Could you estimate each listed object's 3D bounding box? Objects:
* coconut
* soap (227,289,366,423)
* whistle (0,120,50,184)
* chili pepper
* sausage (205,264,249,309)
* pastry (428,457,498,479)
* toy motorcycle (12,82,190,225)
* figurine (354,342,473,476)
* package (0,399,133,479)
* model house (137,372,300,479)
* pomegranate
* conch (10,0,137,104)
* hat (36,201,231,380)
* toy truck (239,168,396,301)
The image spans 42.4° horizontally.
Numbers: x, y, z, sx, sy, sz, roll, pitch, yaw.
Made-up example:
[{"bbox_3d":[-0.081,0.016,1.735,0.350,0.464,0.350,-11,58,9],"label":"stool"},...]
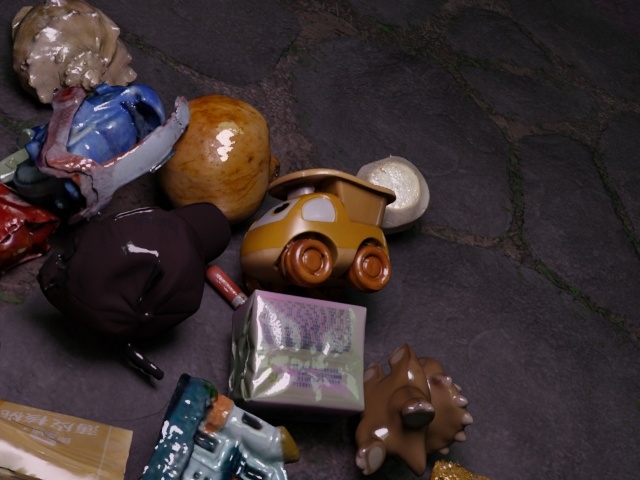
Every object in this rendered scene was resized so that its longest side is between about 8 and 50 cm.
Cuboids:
[{"bbox_3d":[0.135,-0.087,1.683,0.161,0.162,0.161,2,74,-6],"label":"coconut"},{"bbox_3d":[-0.040,0.192,1.333,0.199,0.138,0.182,9,66,-17],"label":"soap"},{"bbox_3d":[-0.494,-0.170,1.506,0.110,0.092,0.244,35,46,17],"label":"whistle"},{"bbox_3d":[-0.559,-0.055,1.371,0.253,0.136,0.144,38,72,21],"label":"chili pepper"},{"bbox_3d":[-0.119,0.128,1.453,0.253,0.034,0.034,42,47,15],"label":"sausage"},{"bbox_3d":[0.243,0.412,1.354,0.140,0.056,0.080,23,37,5],"label":"pastry"},{"bbox_3d":[-0.360,-0.160,1.415,0.241,0.182,0.319,23,49,5],"label":"toy motorcycle"},{"bbox_3d":[0.154,0.289,1.328,0.173,0.177,0.247,45,8,-15],"label":"figurine"},{"bbox_3d":[-0.416,0.285,1.087,0.311,0.165,0.221,19,45,-9],"label":"package"},{"bbox_3d":[-0.121,0.363,1.151,0.291,0.184,0.253,27,40,-6],"label":"model house"},{"bbox_3d":[-0.187,-0.148,1.532,0.248,0.248,0.248,13,47,-14],"label":"pomegranate"},{"bbox_3d":[-0.499,-0.399,1.662,0.263,0.186,0.324,1,49,-47],"label":"conch"},{"bbox_3d":[-0.246,0.077,1.310,0.336,0.238,0.209,-12,54,-44],"label":"hat"},{"bbox_3d":[0.000,0.000,1.462,0.288,0.204,0.211,8,75,-31],"label":"toy truck"}]
